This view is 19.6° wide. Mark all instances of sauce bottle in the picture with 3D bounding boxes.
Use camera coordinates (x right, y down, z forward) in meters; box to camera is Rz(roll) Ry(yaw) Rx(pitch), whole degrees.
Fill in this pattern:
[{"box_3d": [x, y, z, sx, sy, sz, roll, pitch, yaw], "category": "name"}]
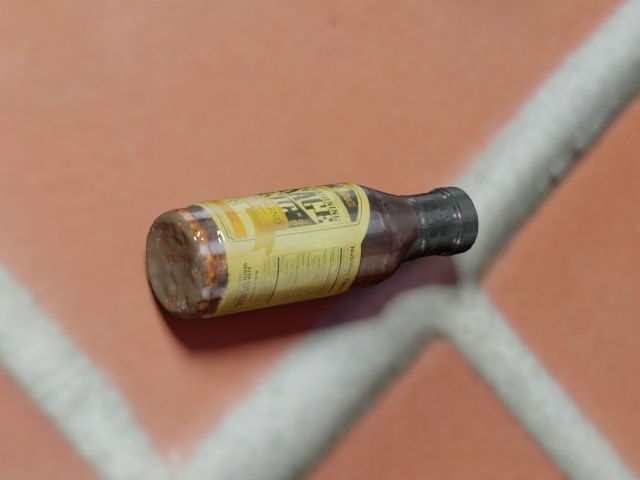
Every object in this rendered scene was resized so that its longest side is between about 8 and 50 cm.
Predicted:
[{"box_3d": [0.000, 0.000, 0.670, 0.128, 0.042, 0.042, -10, 82, -36], "category": "sauce bottle"}]
